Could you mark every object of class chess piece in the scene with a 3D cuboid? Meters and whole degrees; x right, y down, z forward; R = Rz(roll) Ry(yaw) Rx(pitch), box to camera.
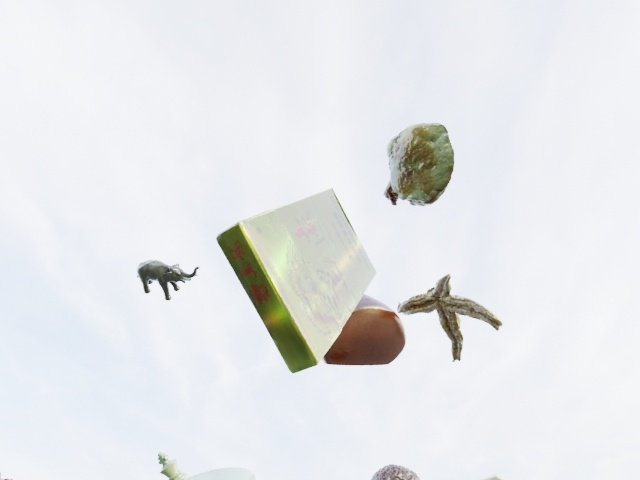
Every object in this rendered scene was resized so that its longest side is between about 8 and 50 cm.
[{"bbox_3d":[-0.301,0.514,0.857,0.149,0.059,0.059,49,-61,9],"label":"chess piece"}]

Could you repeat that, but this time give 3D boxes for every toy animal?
[{"bbox_3d":[-0.547,0.138,1.448,0.269,0.082,0.137,5,-62,14],"label":"toy animal"}]

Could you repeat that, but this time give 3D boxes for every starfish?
[{"bbox_3d":[0.480,0.291,1.540,0.324,0.082,0.432,48,-34,14],"label":"starfish"}]

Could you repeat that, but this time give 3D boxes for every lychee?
[{"bbox_3d":[0.239,0.823,1.295,0.194,0.194,0.194,-1,-51,-1],"label":"lychee"}]

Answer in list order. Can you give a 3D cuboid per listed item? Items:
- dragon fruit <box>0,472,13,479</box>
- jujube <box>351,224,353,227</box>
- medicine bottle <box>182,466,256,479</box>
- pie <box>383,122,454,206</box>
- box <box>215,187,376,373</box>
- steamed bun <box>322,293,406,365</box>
[{"bbox_3d":[-0.704,0.604,0.837,0.150,0.207,0.133,-5,-56,12],"label":"dragon fruit"},{"bbox_3d":[0.000,0.000,1.299,0.230,0.155,0.155,3,-51,7],"label":"jujube"},{"bbox_3d":[-0.140,0.415,0.541,0.135,0.168,0.135,-6,-12,-1],"label":"medicine bottle"},{"bbox_3d":[0.325,-0.246,1.330,0.105,0.257,0.274,-6,-78,-41],"label":"pie"},{"bbox_3d":[-0.005,0.026,0.560,0.043,0.311,0.173,-27,-87,24],"label":"box"},{"bbox_3d":[0.148,0.334,1.587,0.379,0.235,0.248,7,-80,-24],"label":"steamed bun"}]
